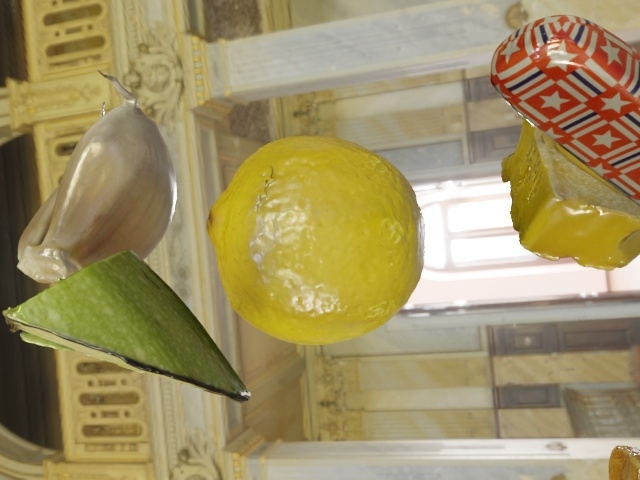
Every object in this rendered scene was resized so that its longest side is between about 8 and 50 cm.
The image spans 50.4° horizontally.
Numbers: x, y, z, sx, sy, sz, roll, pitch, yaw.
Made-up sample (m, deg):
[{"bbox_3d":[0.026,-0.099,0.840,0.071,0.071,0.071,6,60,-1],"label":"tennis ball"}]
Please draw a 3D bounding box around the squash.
[{"bbox_3d":[-0.132,0.059,0.520,0.192,0.184,0.085,-21,50,66],"label":"squash"}]

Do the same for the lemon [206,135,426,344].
[{"bbox_3d":[-0.002,0.000,0.876,0.293,0.292,0.293,-5,-90,-74],"label":"lemon"}]

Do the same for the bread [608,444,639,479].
[{"bbox_3d":[0.547,0.405,1.065,0.149,0.158,0.143,-53,-33,-88],"label":"bread"}]

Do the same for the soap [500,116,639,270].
[{"bbox_3d":[0.277,-0.072,0.656,0.257,0.160,0.080,-30,-32,-31],"label":"soap"}]

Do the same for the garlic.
[{"bbox_3d":[-0.390,-0.089,1.160,0.245,0.231,0.340,21,-100,-58],"label":"garlic"}]

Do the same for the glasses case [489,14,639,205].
[{"bbox_3d":[0.197,-0.082,0.444,0.194,0.073,0.049,29,-121,-25],"label":"glasses case"}]
